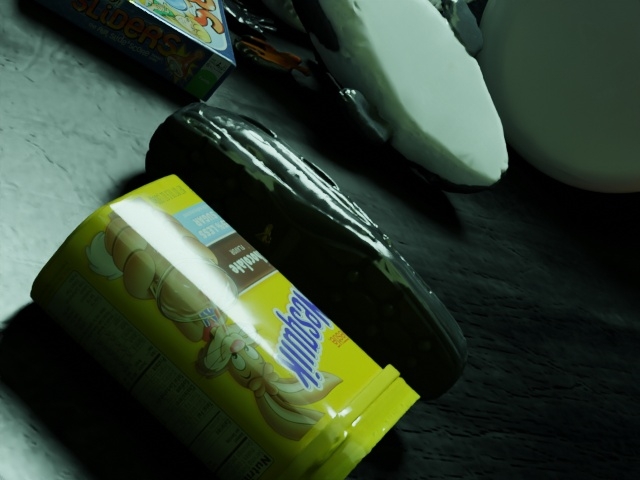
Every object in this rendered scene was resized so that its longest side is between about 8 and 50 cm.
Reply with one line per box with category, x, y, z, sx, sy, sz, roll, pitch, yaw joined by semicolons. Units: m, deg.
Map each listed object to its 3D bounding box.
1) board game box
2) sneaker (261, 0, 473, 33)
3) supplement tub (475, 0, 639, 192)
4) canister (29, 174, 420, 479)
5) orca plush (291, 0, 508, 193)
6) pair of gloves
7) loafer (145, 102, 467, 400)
board game box;-0.130;-0.186;1.238;0.136;0.035;0.201;29;26;-28
sneaker;0.006;-0.231;1.495;0.161;0.102;0.282;26;23;32
supplement tub;0.264;-0.191;1.636;0.228;0.228;0.316;41;23;-5
canister;-0.046;0.053;0.904;0.170;0.073;0.126;43;22;5
orca plush;0.013;-0.138;1.341;0.287;0.102;0.151;36;58;-24
pair of gloves;-0.049;-0.147;1.332;0.074;0.010;0.083;13;34;-49
loafer;0.000;0.000;1.063;0.223;0.076;0.078;42;30;7
